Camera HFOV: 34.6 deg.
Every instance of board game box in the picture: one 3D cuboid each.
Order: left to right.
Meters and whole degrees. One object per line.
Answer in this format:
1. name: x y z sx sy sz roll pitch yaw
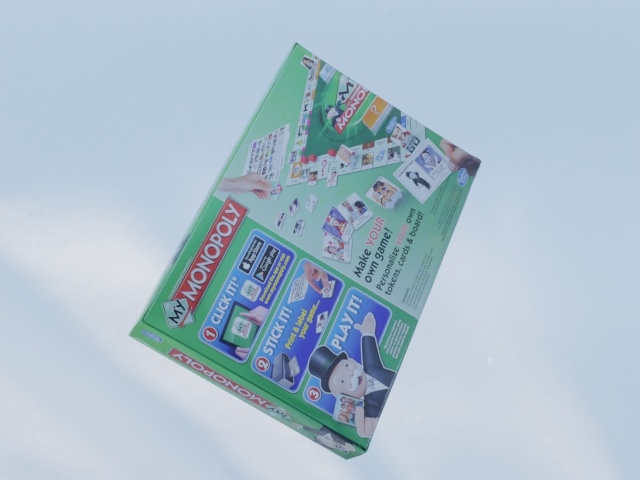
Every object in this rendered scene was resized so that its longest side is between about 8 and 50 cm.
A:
1. board game box: 0.000 0.000 0.902 0.213 0.317 0.046 31 149 -9
